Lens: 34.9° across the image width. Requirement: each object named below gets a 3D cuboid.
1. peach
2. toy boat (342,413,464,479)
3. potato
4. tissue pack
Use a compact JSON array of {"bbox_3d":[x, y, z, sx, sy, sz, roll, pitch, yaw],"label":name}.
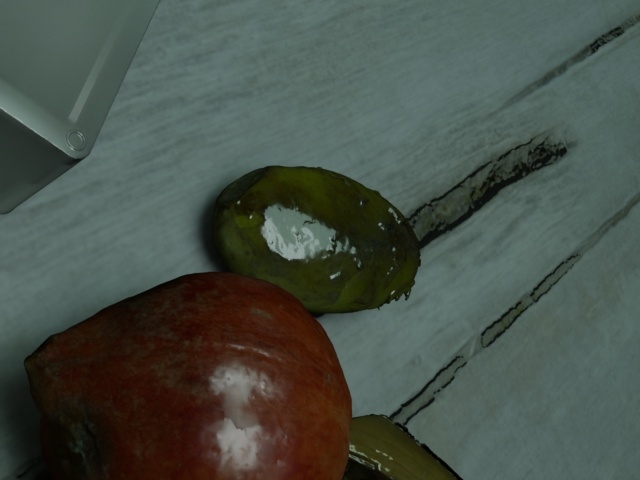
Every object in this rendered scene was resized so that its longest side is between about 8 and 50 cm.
[{"bbox_3d":[-0.106,0.131,0.787,0.256,0.232,0.232,34,53,-34],"label":"peach"},{"bbox_3d":[0.098,0.294,1.020,0.321,0.089,0.121,47,50,-22],"label":"toy boat"},{"bbox_3d":[0.000,0.000,1.021,0.251,0.113,0.149,19,65,-40],"label":"potato"},{"bbox_3d":[-0.246,-0.174,0.836,0.159,0.136,0.246,37,52,-28],"label":"tissue pack"}]
